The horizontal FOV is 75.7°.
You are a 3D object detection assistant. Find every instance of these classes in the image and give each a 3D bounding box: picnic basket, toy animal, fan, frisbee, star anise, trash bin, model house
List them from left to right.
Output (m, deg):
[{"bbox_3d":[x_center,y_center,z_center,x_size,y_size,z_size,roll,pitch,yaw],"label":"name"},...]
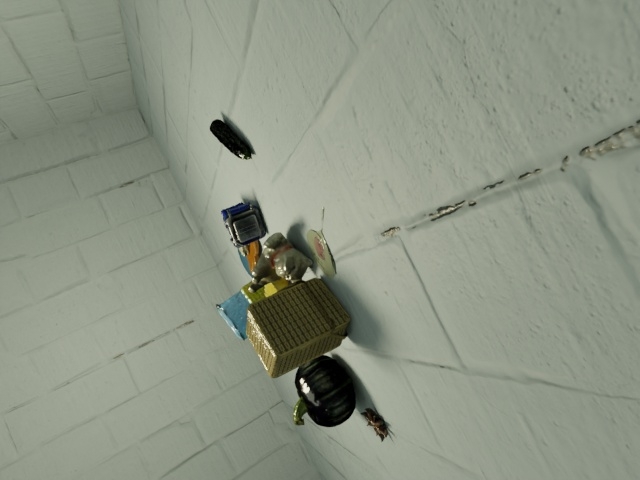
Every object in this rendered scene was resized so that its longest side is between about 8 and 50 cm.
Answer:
[{"bbox_3d":[-0.363,-0.092,1.865,0.234,0.163,0.183,34,143,61],"label":"trash bin"},{"bbox_3d":[-0.421,0.124,2.365,0.289,0.049,0.289,49,154,34],"label":"frisbee"},{"bbox_3d":[-0.378,0.356,2.207,0.237,0.303,0.215,53,165,0],"label":"model house"},{"bbox_3d":[-0.156,0.114,1.575,0.266,0.188,0.307,-85,19,-70],"label":"toy animal"},{"bbox_3d":[-0.075,0.284,1.417,0.228,0.313,0.175,52,146,31],"label":"picnic basket"},{"bbox_3d":[-0.001,0.000,1.328,0.182,0.010,0.310,50,155,33],"label":"fan"},{"bbox_3d":[0.212,0.697,1.567,0.141,0.042,0.140,44,149,36],"label":"star anise"}]

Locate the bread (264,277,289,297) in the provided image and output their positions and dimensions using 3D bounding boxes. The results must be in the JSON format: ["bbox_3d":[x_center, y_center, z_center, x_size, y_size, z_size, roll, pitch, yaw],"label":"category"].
[{"bbox_3d":[-0.200,0.224,1.921,0.102,0.094,0.245,45,154,20],"label":"bread"}]

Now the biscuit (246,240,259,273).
[{"bbox_3d":[-0.341,0.065,2.114,0.250,0.036,0.165,115,141,-54],"label":"biscuit"}]

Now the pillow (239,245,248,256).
[{"bbox_3d":[-0.432,-0.029,2.186,0.229,0.050,0.148,-129,34,-53],"label":"pillow"}]

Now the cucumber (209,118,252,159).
[{"bbox_3d":[-0.350,-0.391,1.615,0.300,0.072,0.072,44,151,39],"label":"cucumber"}]

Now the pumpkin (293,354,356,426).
[{"bbox_3d":[-0.010,0.628,1.685,0.296,0.296,0.295,49,153,34],"label":"pumpkin"}]
